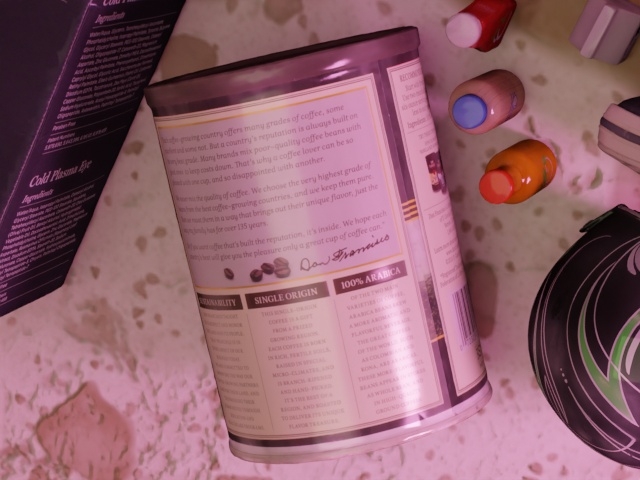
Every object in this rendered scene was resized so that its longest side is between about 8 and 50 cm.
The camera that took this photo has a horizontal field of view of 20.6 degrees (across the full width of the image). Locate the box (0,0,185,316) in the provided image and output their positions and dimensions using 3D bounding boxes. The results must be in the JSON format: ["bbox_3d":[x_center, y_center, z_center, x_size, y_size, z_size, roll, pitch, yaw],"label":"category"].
[{"bbox_3d":[-0.322,-0.155,1.377,0.343,0.179,0.312,31,112,12],"label":"box"}]

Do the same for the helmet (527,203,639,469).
[{"bbox_3d":[0.228,0.075,1.230,0.169,0.169,0.161,30,95,12],"label":"helmet"}]

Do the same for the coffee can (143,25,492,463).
[{"bbox_3d":[0.000,0.000,1.276,0.201,0.201,0.275,-9,98,22],"label":"coffee can"}]

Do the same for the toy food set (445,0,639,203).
[{"bbox_3d":[0.155,-0.144,1.238,0.111,0.104,0.232,31,111,12],"label":"toy food set"}]

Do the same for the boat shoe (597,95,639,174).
[{"bbox_3d":[0.405,-0.061,1.092,0.500,0.187,0.156,9,85,41],"label":"boat shoe"}]
